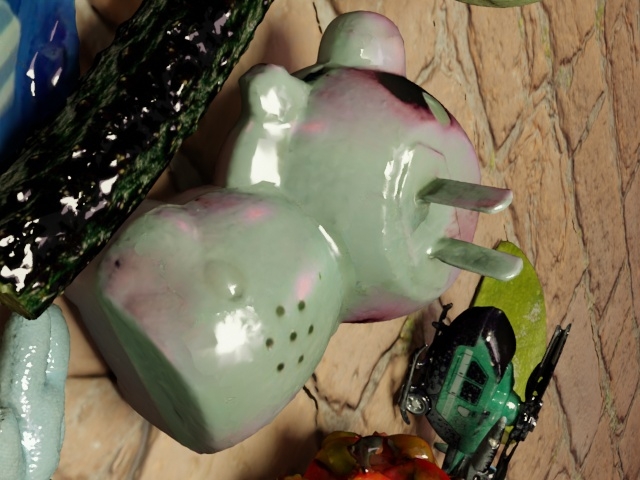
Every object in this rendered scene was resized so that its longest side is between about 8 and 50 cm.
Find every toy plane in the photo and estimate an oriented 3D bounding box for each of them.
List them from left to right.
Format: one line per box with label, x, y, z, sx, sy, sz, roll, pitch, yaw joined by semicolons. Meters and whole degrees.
toy plane;0.158;0.295;0.788;0.078;0.169;0.246;-50;161;-54
toy plane;0.176;0.212;0.839;0.106;0.155;0.382;-40;146;-51

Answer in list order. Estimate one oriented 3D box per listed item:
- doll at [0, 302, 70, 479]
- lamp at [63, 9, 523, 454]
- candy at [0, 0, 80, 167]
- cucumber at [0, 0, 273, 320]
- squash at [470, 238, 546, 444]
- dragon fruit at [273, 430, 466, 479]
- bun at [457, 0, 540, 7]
doll;-0.190;0.127;0.415;0.120;0.075;0.180;67;17;-77
lamp;0.000;0.000;0.494;0.301;0.247;0.247;-40;125;-31
candy;-0.232;-0.116;0.291;0.331;0.077;0.187;0;101;-58
cucumber;-0.099;-0.092;0.414;0.303;0.072;0.081;-58;161;-25
squash;0.273;0.146;0.996;0.169;0.093;0.252;47;62;-45
dragon fruit;0.054;0.283;0.630;0.307;0.243;0.227;-33;85;-39
bun;0.092;-0.285;0.506;0.179;0.283;0.283;-35;131;-5
